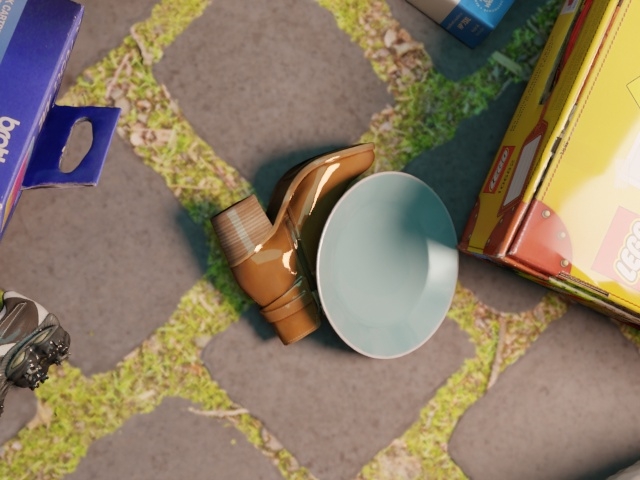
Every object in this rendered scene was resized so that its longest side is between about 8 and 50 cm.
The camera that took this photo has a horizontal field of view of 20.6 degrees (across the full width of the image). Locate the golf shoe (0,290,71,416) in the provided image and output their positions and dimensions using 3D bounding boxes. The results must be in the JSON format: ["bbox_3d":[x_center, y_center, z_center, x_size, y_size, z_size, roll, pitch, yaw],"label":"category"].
[{"bbox_3d":[-0.335,0.131,1.678,0.198,0.077,0.094,-41,76,-18],"label":"golf shoe"}]

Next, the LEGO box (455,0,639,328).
[{"bbox_3d":[0.415,-0.140,1.748,0.372,0.193,0.500,25,89,-9],"label":"LEGO box"}]

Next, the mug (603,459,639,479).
[{"bbox_3d":[0.416,0.310,1.642,0.328,0.374,0.276,-26,92,-21],"label":"mug"}]

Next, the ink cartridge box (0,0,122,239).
[{"bbox_3d":[-0.390,-0.130,1.616,0.395,0.151,0.270,20,52,-9],"label":"ink cartridge box"}]

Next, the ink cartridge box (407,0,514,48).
[{"bbox_3d":[0.112,-0.325,1.829,0.231,0.078,0.134,36,76,-4],"label":"ink cartridge box"}]

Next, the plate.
[{"bbox_3d":[0.063,0.024,1.762,0.188,0.024,0.188,-4,96,-39],"label":"plate"}]

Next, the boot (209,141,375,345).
[{"bbox_3d":[0.000,0.000,1.767,0.197,0.073,0.152,-31,96,-16],"label":"boot"}]
